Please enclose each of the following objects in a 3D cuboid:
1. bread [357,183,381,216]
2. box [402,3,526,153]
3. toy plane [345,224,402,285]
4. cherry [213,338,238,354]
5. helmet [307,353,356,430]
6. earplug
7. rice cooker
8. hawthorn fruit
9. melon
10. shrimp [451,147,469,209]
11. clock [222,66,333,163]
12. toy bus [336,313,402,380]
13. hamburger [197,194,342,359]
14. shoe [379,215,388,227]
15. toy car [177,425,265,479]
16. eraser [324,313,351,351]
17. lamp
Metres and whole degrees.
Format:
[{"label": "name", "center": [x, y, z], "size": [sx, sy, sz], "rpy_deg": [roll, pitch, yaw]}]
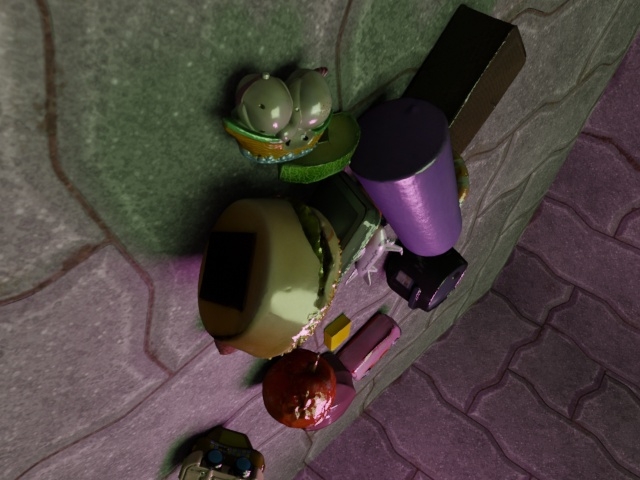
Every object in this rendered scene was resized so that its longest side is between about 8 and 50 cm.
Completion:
[{"label": "bread", "center": [0.073, -0.038, 1.187], "size": [0.217, 0.098, 0.147], "rpy_deg": [-41, 156, -14]}, {"label": "box", "center": [0.332, -0.366, 1.102], "size": [0.273, 0.143, 0.184], "rpy_deg": [-58, 152, 14]}, {"label": "toy plane", "center": [0.132, 0.032, 1.336], "size": [0.251, 0.101, 0.255], "rpy_deg": [-22, 148, -23]}, {"label": "cherry", "center": [-0.168, 0.171, 1.110], "size": [0.225, 0.090, 0.107], "rpy_deg": [-52, 143, -16]}, {"label": "helmet", "center": [-0.006, 0.605, 1.793], "size": [0.338, 0.197, 0.271], "rpy_deg": [-35, 153, -28]}, {"label": "earplug", "center": [0.228, -0.108, 1.126], "size": [0.215, 0.215, 0.456], "rpy_deg": [-47, 144, -6]}, {"label": "rice cooker", "center": [0.366, 0.108, 1.679], "size": [0.267, 0.224, 0.267], "rpy_deg": [-38, 151, -26]}, {"label": "hawthorn fruit", "center": [-0.048, 0.438, 1.467], "size": [0.242, 0.242, 0.271], "rpy_deg": [-10, 134, -52]}, {"label": "melon", "center": [-0.002, -0.169, 0.890], "size": [0.209, 0.118, 0.064], "rpy_deg": [-26, 151, -29]}, {"label": "shrimp", "center": [0.342, -0.135, 1.354], "size": [0.068, 0.185, 0.287], "rpy_deg": [4, 117, -30]}, {"label": "clock", "center": [-0.061, -0.205, 0.759], "size": [0.231, 0.103, 0.144], "rpy_deg": [-27, 144, -42]}, {"label": "toy bus", "center": [0.206, 0.437, 1.967], "size": [0.303, 0.127, 0.147], "rpy_deg": [-44, 150, -10]}, {"label": "hamburger", "center": [-0.093, 0.062, 0.846], "size": [0.170, 0.302, 0.302], "rpy_deg": [14, 115, -38]}, {"label": "shoe", "center": [0.194, -0.082, 1.359], "size": [0.143, 0.064, 0.071], "rpy_deg": [-41, 171, -5]}, {"label": "toy car", "center": [-0.288, 0.676, 1.452], "size": [0.198, 0.248, 0.204], "rpy_deg": [-82, -167, -62]}, {"label": "eraser", "center": [0.061, 0.334, 1.703], "size": [0.097, 0.045, 0.122], "rpy_deg": [-37, 151, -26]}, {"label": "lamp", "center": [0.000, 0.000, 0.971], "size": [0.047, 0.269, 0.266], "rpy_deg": [27, 107, -25]}]
